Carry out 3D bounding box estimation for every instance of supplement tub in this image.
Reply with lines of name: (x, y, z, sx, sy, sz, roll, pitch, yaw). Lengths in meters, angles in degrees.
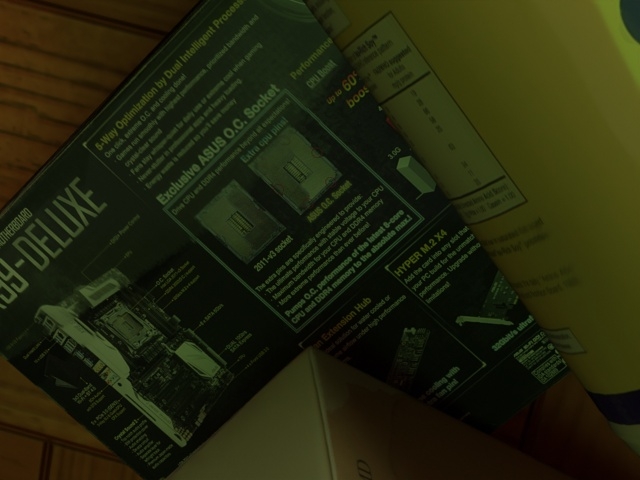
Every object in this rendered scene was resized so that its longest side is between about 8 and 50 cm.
supplement tub: (0.125, -0.108, 0.680, 0.241, 0.241, 0.331, -35, 94, 25)

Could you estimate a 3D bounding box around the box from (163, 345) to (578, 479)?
box: (0.083, 0.189, 0.869, 0.311, 0.148, 0.121, 28, 122, -30)

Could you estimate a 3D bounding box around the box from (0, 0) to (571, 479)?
box: (0.000, 0.000, 0.892, 0.242, 0.076, 0.307, 42, 117, -9)
